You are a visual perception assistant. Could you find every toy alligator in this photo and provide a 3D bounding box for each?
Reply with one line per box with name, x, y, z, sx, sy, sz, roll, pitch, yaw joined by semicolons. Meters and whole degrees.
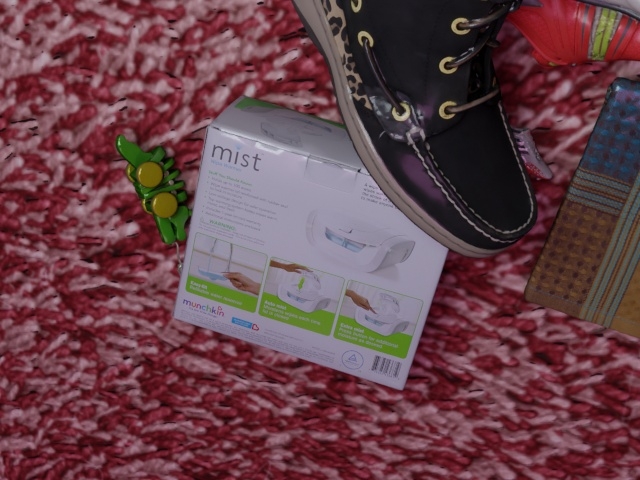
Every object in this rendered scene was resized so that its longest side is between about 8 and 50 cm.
toy alligator;-0.169;-0.040;1.067;0.051;0.056;0.189;-30;108;-19

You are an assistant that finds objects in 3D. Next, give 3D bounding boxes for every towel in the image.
towel;0.421;0.010;0.946;0.370;0.040;0.271;19;121;6

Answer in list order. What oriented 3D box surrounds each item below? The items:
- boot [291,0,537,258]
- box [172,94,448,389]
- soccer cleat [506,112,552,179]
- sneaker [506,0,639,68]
boot;0.132;-0.179;0.768;0.284;0.138;0.377;-24;94;54
box;0.000;0.000;1.000;0.262;0.127;0.231;16;116;6
soccer cleat;0.207;-0.094;0.964;0.083;0.029;0.035;40;120;-1
sneaker;0.250;-0.199;0.863;0.279;0.107;0.118;28;134;1
